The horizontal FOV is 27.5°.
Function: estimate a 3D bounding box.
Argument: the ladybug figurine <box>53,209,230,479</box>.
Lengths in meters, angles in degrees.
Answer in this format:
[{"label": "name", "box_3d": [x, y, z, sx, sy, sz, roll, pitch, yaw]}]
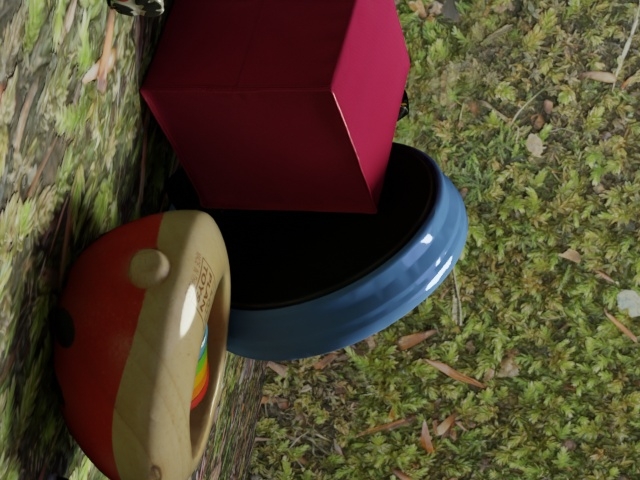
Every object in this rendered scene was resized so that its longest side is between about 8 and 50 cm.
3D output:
[{"label": "ladybug figurine", "box_3d": [-0.204, 0.126, 1.495, 0.449, 0.162, 0.305, 97, 5, -56]}]

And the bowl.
[{"label": "bowl", "box_3d": [0.000, 0.000, 1.753, 0.391, 0.391, 0.077, -74, 145, -50]}]

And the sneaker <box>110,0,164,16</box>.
[{"label": "sneaker", "box_3d": [-0.191, -0.283, 1.312, 0.170, 0.068, 0.071, 123, -35, -77]}]

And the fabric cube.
[{"label": "fabric cube", "box_3d": [-0.047, -0.211, 1.688, 0.254, 0.259, 0.258, 67, 31, -53]}]

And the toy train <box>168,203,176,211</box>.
[{"label": "toy train", "box_3d": [-0.187, -0.034, 1.926, 0.184, 0.080, 0.105, -76, 169, -52]}]

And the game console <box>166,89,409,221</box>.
[{"label": "game console", "box_3d": [-0.063, -0.156, 1.860, 0.213, 0.361, 0.044, 52, -6, 40]}]

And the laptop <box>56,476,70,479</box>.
[{"label": "laptop", "box_3d": [-0.335, 0.436, 1.659, 0.264, 0.136, 0.234, 43, 55, -56]}]
